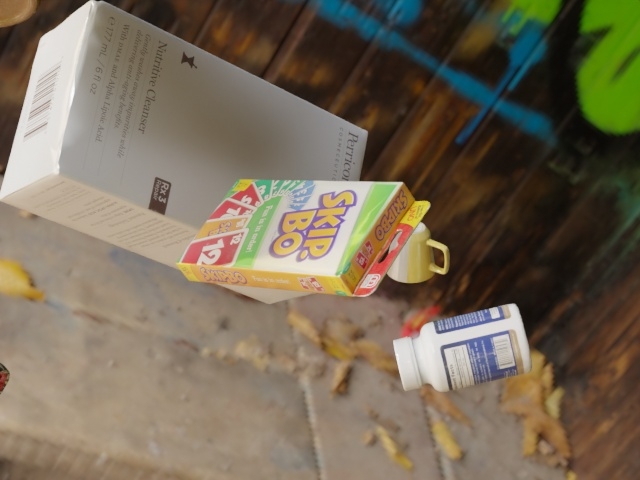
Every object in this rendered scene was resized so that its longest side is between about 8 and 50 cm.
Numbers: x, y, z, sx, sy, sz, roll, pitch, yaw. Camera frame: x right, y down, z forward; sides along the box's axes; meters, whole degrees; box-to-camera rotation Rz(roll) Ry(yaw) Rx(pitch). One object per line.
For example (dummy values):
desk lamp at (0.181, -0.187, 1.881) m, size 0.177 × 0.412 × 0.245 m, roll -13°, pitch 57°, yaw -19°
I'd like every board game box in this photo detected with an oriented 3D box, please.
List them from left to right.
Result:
board game box at (-0.021, -0.006, 1.346) m, size 0.124 × 0.259 × 0.039 m, roll -56°, pitch 130°, yaw -28°

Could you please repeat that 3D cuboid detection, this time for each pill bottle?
pill bottle at (0.131, 0.103, 1.272) m, size 0.120 × 0.067 × 0.067 m, roll -13°, pitch 39°, yaw 3°

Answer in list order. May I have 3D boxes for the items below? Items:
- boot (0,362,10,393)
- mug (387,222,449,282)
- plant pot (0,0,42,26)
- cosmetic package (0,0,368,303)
boot at (-0.377, 0.103, 1.053) m, size 0.236 × 0.085 × 0.178 m, roll -36°, pitch 70°, yaw -19°
mug at (0.121, 0.010, 1.711) m, size 0.078 × 0.064 × 0.062 m, roll -1°, pitch 29°, yaw 1°
plant pot at (-0.295, -0.330, 1.230) m, size 0.237 × 0.237 × 0.254 m, roll 15°, pitch 66°, yaw -29°
cosmetic package at (-0.148, -0.088, 1.575) m, size 0.385 × 0.156 × 0.217 m, roll 20°, pitch 68°, yaw -31°
